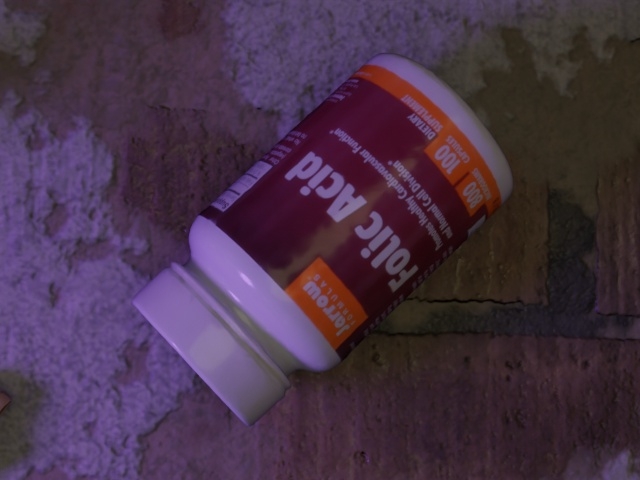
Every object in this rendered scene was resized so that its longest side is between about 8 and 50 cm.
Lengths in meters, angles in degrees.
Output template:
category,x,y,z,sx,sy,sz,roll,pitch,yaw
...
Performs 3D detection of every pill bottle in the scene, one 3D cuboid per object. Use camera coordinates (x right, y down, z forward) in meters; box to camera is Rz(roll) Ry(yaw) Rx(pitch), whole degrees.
category,x,y,z,sx,sy,sz,roll,pitch,yaw
pill bottle,0.000,0.000,1.264,0.392,0.224,0.224,-44,94,-9

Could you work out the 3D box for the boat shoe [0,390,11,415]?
category,x,y,z,sx,sy,sz,roll,pitch,yaw
boat shoe,-0.393,0.238,1.270,0.059,0.063,0.170,23,83,-2
